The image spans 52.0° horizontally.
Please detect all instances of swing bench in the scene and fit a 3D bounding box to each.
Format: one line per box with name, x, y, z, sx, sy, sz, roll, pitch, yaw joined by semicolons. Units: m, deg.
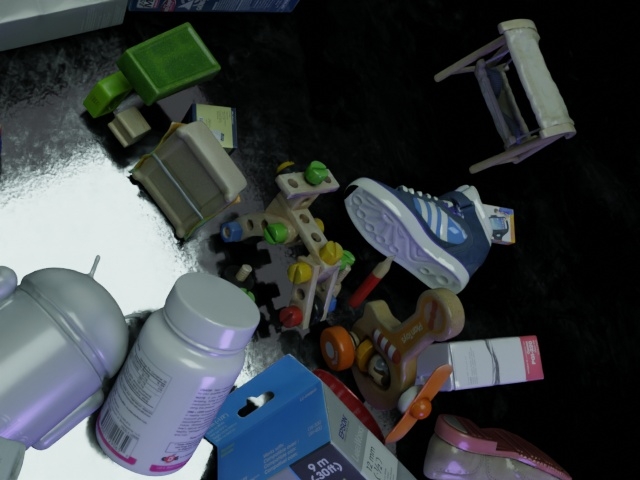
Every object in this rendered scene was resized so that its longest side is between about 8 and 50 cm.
swing bench;0.422;-0.313;1.446;0.165;0.255;0.253;-15;84;-28

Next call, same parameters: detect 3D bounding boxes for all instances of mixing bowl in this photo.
mixing bowl;0.017;0.326;1.157;0.181;0.181;0.098;44;99;-10

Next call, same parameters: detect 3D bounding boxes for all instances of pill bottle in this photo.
pill bottle;-0.212;0.199;0.988;0.161;0.160;0.283;24;110;-19

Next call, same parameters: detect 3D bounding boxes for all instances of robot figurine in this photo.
robot figurine;-0.427;0.177;0.947;0.353;0.200;0.299;-43;136;-27

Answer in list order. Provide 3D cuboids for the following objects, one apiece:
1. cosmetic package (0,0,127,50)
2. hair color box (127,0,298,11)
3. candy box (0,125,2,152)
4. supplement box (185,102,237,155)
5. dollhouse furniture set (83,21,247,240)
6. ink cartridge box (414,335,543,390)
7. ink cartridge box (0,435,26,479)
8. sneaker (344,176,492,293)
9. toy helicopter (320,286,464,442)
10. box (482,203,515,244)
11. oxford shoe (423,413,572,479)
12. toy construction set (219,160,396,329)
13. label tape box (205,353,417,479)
cosmetic package;-0.472;-0.426;1.136;0.238;0.107;0.127;-23;87;-25
hair color box;-0.212;-0.552;1.290;0.348;0.105;0.173;-10;81;-27
candy box;-0.665;-0.082;0.943;0.317;0.122;0.268;17;70;-22
supplement box;-0.205;-0.205;1.231;0.083;0.056;0.083;2;76;-25
dollhouse furniture set;-0.237;-0.183;1.148;0.301;0.198;0.151;55;46;-7
ink cartridge box;0.300;0.243;1.301;0.218;0.159;0.092;-2;80;-26
ink cartridge box;-0.593;0.301;0.781;0.385;0.308;0.091;24;33;-19
sneaker;0.221;-0.062;1.372;0.323;0.130;0.236;41;54;-6
toy helicopter;0.144;0.198;1.126;0.140;0.355;0.234;-10;64;-28
box;0.378;-0.039;1.485;0.136;0.028;0.081;8;74;-26
oxford shoe;0.350;0.454;1.318;0.348;0.123;0.130;24;94;-20
toy construction set;0.000;0.000;1.143;0.309;0.237;0.257;15;38;-32
label tape box;-0.027;0.381;1.046;0.347;0.249;0.115;47;24;-12
